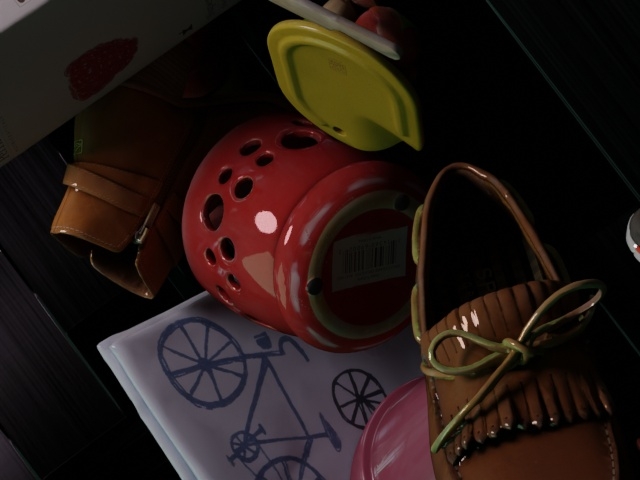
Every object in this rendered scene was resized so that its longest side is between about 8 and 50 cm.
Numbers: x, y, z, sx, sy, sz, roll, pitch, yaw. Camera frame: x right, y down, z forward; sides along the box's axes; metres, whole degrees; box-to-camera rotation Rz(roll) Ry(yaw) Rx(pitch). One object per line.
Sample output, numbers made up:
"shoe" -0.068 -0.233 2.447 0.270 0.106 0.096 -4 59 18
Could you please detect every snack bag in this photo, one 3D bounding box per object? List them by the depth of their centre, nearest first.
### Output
"snack bag" 0.004 0.157 1.712 0.323 0.342 0.037 55 141 7

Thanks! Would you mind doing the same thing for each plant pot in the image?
"plant pot" 0.000 0.000 1.581 0.174 0.191 0.191 32 156 52
"plant pot" 0.138 0.187 1.607 0.201 0.201 0.180 50 153 17

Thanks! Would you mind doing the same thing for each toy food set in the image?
"toy food set" 0.032 -0.143 1.368 0.128 0.071 0.218 25 162 15

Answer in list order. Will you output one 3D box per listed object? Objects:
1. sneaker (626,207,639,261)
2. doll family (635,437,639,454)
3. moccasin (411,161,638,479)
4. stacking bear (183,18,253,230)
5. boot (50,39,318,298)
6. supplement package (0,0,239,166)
"sneaker" 0.227 -0.011 1.026 0.158 0.061 0.065 -153 56 -64
"doll family" 0.277 0.175 1.175 0.193 0.111 0.076 48 167 25
"moccasin" 0.133 0.078 1.251 0.380 0.139 0.147 -91 -12 -53
"stacking bear" -0.151 -0.151 1.829 0.289 0.164 0.175 84 -173 -49
"boot" -0.112 -0.047 1.667 0.109 0.220 0.283 -3 153 42
"supplement package" -0.226 -0.231 1.539 0.175 0.293 0.177 49 168 22
